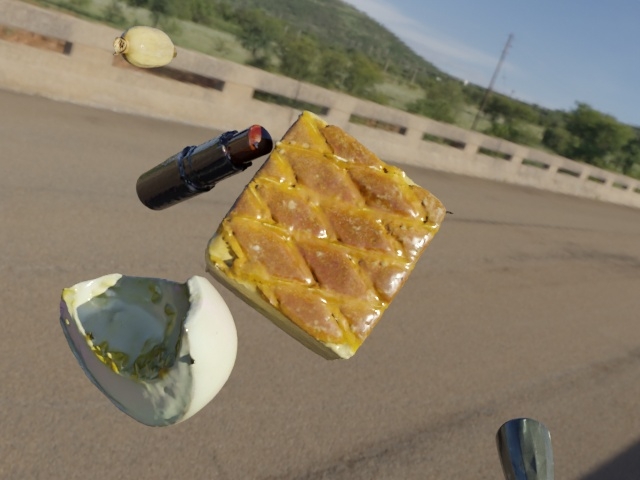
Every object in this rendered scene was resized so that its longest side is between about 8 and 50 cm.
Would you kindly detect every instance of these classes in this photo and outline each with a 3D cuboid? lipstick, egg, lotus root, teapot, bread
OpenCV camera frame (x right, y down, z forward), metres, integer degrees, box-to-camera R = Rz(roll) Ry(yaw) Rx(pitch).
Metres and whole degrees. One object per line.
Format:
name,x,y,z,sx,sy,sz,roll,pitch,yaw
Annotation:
lipstick,-0.189,-0.118,1.141,0.081,0.081,0.300,7,-19,-45
egg,-0.218,0.140,1.023,0.271,0.206,0.162,3,21,36
lotus root,-0.314,-0.347,1.282,0.062,0.072,0.150,-1,9,32
teapot,0.156,0.186,0.526,0.043,0.042,0.110,19,35,-7
bread,0.000,0.000,1.080,0.279,0.279,0.207,38,-12,-1
